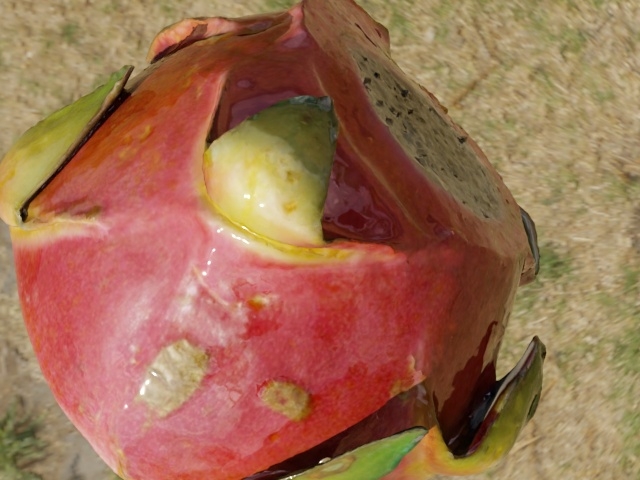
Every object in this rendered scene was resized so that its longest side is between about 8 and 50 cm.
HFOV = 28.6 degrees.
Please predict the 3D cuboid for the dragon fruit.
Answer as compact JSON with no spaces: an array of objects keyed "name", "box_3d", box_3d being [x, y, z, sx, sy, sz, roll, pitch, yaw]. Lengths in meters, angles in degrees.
[{"name":"dragon fruit","box_3d":[0.000,0.000,0.658,0.189,0.290,0.291,-38,77,30]}]
